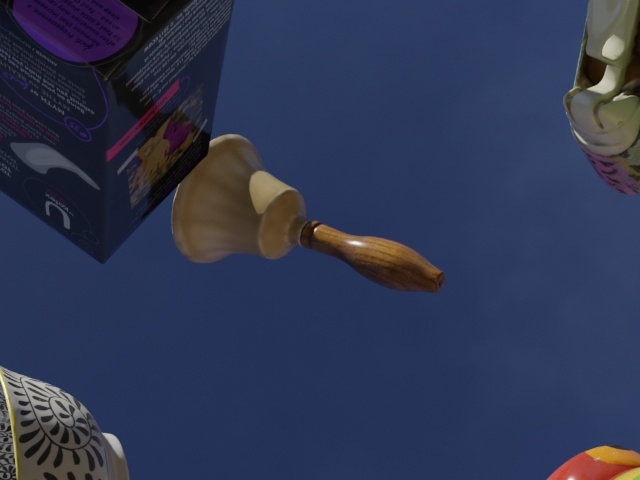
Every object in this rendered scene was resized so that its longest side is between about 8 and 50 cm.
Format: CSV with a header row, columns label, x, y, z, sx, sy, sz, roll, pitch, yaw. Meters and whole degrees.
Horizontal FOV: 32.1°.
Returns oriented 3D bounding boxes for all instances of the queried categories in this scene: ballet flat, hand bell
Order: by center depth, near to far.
label,x,y,z,sx,sy,sz,roll,pitch,yaw
ballet flat,0.211,-0.130,0.795,0.079,0.076,0.222,-27,-53,-44
hand bell,0.000,0.000,0.975,0.126,0.242,0.126,-36,-43,-43

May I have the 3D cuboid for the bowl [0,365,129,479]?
label,x,y,z,sx,sy,sz,roll,pitch,yaw
bowl,-0.165,0.158,0.681,0.080,0.170,0.170,2,-76,-28

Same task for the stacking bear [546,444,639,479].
label,x,y,z,sx,sy,sz,roll,pitch,yaw
stacking bear,0.224,0.202,0.690,0.175,0.289,0.164,6,-95,-15

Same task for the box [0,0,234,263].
label,x,y,z,sx,sy,sz,roll,pitch,yaw
box,-0.172,-0.129,0.800,0.165,0.270,0.143,36,-118,6
